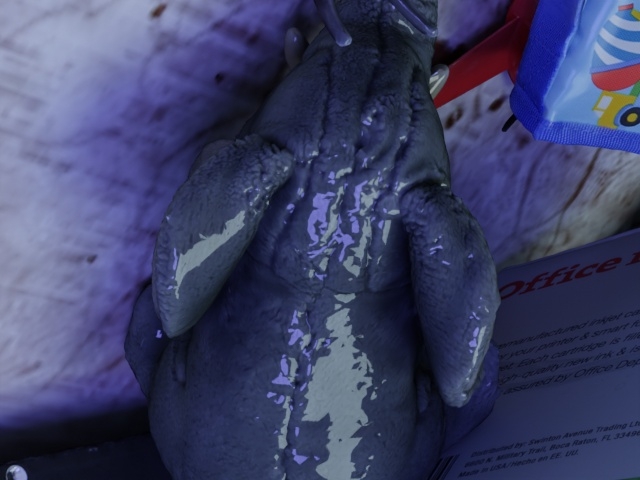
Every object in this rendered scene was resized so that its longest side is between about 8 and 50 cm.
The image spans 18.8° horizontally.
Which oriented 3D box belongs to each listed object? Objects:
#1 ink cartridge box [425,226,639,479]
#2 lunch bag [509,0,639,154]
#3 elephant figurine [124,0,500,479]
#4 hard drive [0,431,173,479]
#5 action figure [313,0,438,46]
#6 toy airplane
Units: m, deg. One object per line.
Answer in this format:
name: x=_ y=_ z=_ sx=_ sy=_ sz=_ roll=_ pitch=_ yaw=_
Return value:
ink cartridge box: x=0.125 y=0.114 z=0.861 sx=0.121 sy=0.211 sz=0.289 roll=58 pitch=42 yaw=-16
lunch bag: x=0.205 y=-0.150 z=0.859 sx=0.293 sy=0.138 sz=0.221 roll=-2 pitch=125 yaw=-40
elephant figurine: x=0.000 y=0.000 z=0.755 sx=0.169 sy=0.186 sz=0.239 roll=-20 pitch=144 yaw=-26
hard drive: x=-0.067 y=0.201 z=0.849 sx=0.339 sy=0.237 sz=0.064 roll=-8 pitch=173 yaw=-45
action figure: x=0.012 y=-0.204 z=0.569 sx=0.164 sy=0.141 sz=0.275 roll=-7 pitch=115 yaw=-47
toy airplane: x=0.093 y=-0.107 z=0.861 sx=0.151 sy=0.028 sz=0.151 roll=-31 pitch=144 yaw=-25
